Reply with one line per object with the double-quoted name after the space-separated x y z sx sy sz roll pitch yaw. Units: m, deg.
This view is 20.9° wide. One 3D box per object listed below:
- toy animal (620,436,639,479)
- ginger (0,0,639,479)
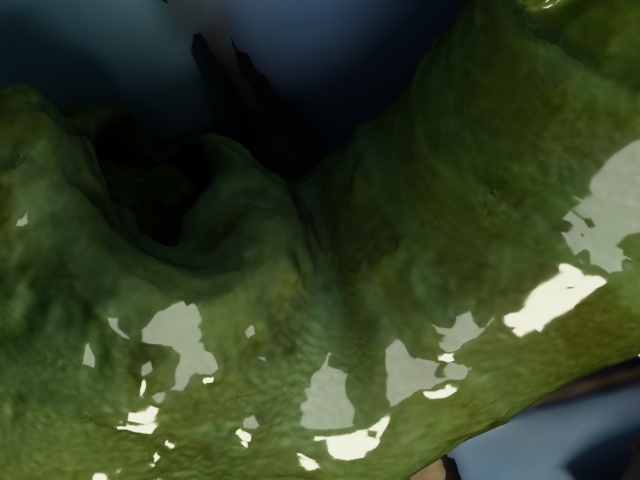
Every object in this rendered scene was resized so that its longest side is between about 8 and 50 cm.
0.189 0.076 0.455 0.281 0.169 0.195 -44 172 30 "toy animal"
-0.004 0.003 0.378 0.290 0.089 0.137 -19 123 16 "ginger"
